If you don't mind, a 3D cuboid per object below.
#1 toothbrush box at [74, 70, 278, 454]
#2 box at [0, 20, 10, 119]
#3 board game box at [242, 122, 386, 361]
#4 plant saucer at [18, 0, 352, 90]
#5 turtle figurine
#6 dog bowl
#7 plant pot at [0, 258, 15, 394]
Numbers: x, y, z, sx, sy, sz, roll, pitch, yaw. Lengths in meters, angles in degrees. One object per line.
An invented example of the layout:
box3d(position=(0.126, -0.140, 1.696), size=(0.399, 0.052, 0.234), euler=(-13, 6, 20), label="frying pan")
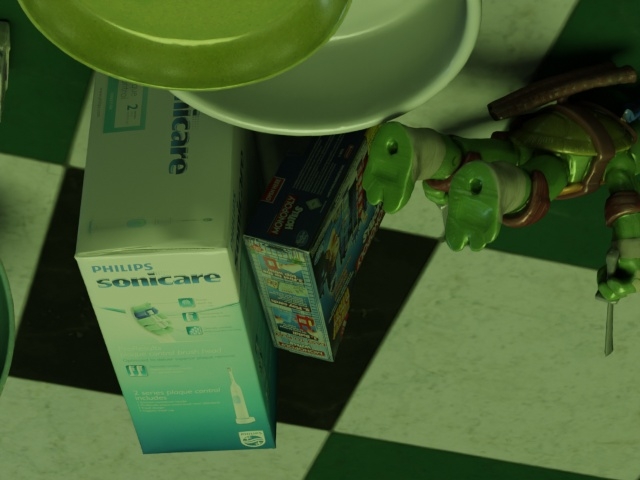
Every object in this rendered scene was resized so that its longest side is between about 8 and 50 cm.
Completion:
box3d(position=(-0.112, 0.015, 1.609), size=(0.126, 0.216, 0.295), euler=(-3, 143, 4), label="toothbrush box")
box3d(position=(-0.413, -0.153, 1.521), size=(0.324, 0.063, 0.067), euler=(6, 141, -6), label="box")
box3d(position=(0.000, 0.000, 1.606), size=(0.060, 0.194, 0.194), euler=(15, 139, 14), label="board game box")
box3d(position=(-0.095, -0.197, 1.309), size=(0.241, 0.037, 0.241), euler=(0, 142, 0), label="plant saucer")
box3d(position=(0.159, -0.011, 1.540), size=(0.266, 0.198, 0.274), euler=(-2, 146, -47), label="turtle figurine")
box3d(position=(-0.012, -0.201, 1.416), size=(0.265, 0.104, 0.265), euler=(1, 142, 1), label="dog bowl")
box3d(position=(-0.439, 0.083, 1.687), size=(0.293, 0.293, 0.196), euler=(17, 167, -20), label="plant pot")
